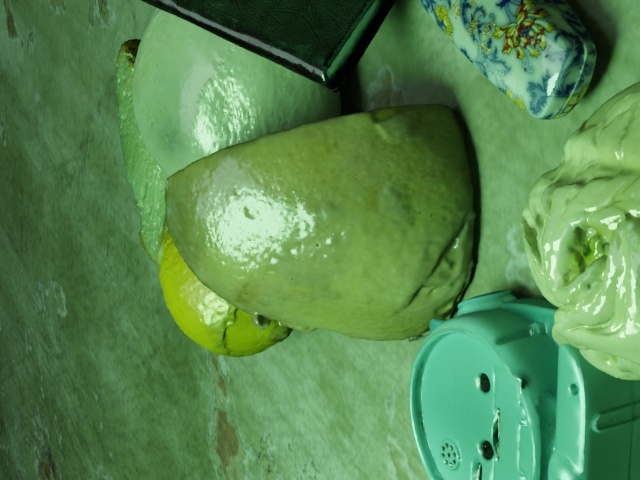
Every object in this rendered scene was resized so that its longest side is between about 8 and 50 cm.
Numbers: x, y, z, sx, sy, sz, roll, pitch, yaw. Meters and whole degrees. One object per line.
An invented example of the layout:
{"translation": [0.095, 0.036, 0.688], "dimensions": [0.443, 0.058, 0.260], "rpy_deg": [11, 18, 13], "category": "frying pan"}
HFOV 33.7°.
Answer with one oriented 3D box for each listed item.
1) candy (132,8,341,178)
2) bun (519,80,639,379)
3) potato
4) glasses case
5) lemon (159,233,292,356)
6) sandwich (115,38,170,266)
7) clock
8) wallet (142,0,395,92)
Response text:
{"translation": [-0.101, -0.156, 1.193], "dimensions": [0.295, 0.185, 0.296], "rpy_deg": [22, 126, 34], "category": "candy"}
{"translation": [0.228, -0.003, 0.724], "dimensions": [0.229, 0.145, 0.230], "rpy_deg": [35, 130, 56], "category": "bun"}
{"translation": [0.001, -0.003, 1.017], "dimensions": [0.189, 0.264, 0.211], "rpy_deg": [143, 120, -68], "category": "potato"}
{"translation": [0.143, -0.202, 0.893], "dimensions": [0.248, 0.065, 0.087], "rpy_deg": [57, 141, 38], "category": "glasses case"}
{"translation": [-0.109, 0.048, 1.303], "dimensions": [0.193, 0.180, 0.180], "rpy_deg": [61, 149, 2], "category": "lemon"}
{"translation": [-0.228, -0.124, 1.544], "dimensions": [0.288, 0.099, 0.254], "rpy_deg": [52, 139, 41], "category": "sandwich"}
{"translation": [0.165, 0.160, 0.929], "dimensions": [0.274, 0.094, 0.224], "rpy_deg": [17, 111, 57], "category": "clock"}
{"translation": [-0.071, -0.280, 1.080], "dimensions": [0.318, 0.045, 0.172], "rpy_deg": [28, 83, 25], "category": "wallet"}
